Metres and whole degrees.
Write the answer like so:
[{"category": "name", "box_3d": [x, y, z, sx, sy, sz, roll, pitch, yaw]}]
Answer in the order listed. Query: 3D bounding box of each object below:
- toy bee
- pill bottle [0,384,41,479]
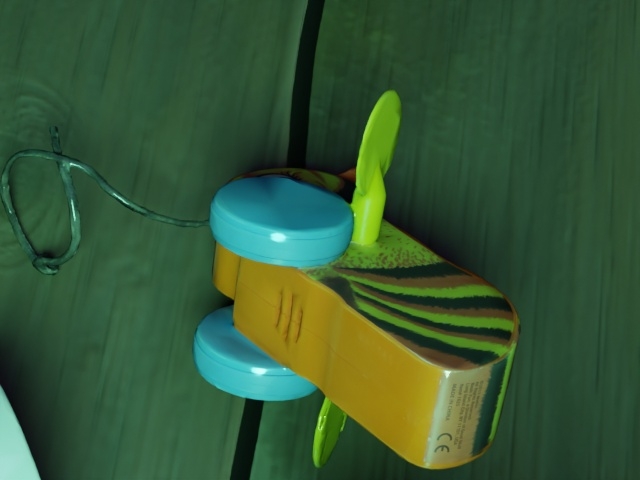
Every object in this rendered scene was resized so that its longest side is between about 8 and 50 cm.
[{"category": "toy bee", "box_3d": [0.000, 0.000, 0.787, 0.162, 0.195, 0.298, -19, 57, -45]}, {"category": "pill bottle", "box_3d": [-0.257, 0.150, 0.661, 0.272, 0.152, 0.152, -19, 71, -19]}]
